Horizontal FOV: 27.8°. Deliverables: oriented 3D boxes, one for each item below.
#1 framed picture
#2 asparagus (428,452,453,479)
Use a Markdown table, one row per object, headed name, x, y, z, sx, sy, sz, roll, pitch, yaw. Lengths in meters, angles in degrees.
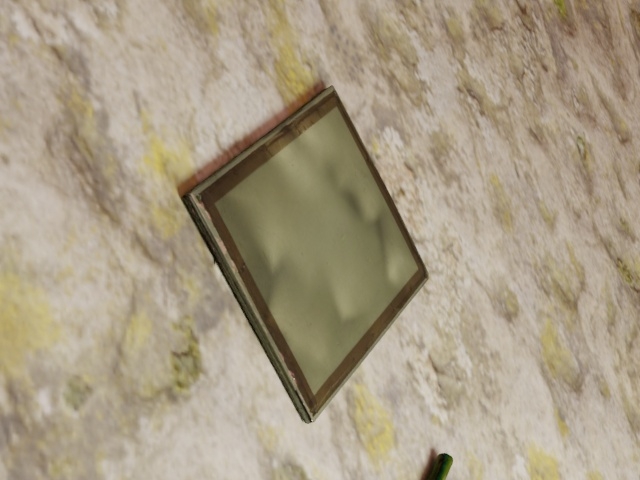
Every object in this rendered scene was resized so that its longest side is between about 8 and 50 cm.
| name | x | y | z | sx | sy | sz | roll | pitch | yaw |
| --- | --- | --- | --- | --- | --- | --- | --- | --- | --- |
| framed picture | 0.000 | 0.000 | 0.902 | 0.173 | 0.010 | 0.231 | 63 | 32 | -10 |
| asparagus | 0.071 | 0.184 | 0.898 | 0.015 | 0.014 | 0.114 | 32 | 34 | 5 |
